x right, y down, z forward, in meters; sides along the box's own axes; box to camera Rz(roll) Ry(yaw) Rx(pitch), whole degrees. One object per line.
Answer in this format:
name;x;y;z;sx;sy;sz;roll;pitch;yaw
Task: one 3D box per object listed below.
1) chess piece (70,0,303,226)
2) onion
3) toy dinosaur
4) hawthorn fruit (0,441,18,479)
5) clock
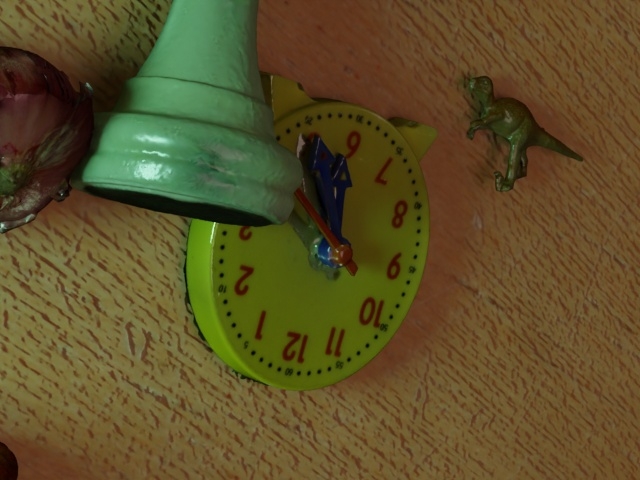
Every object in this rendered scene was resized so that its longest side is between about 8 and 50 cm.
chess piece;-0.092;-0.172;1.568;0.195;0.195;0.299;15;83;-42
onion;-0.271;-0.093;1.458;0.184;0.147;0.184;-22;158;-9
toy dinosaur;0.210;-0.122;1.929;0.162;0.039;0.126;-21;113;-37
hawthorn fruit;-0.296;0.203;1.556;0.093;0.093;0.093;-13;110;-38
clock;0.002;0.003;1.759;0.277;0.071;0.293;6;98;-42
